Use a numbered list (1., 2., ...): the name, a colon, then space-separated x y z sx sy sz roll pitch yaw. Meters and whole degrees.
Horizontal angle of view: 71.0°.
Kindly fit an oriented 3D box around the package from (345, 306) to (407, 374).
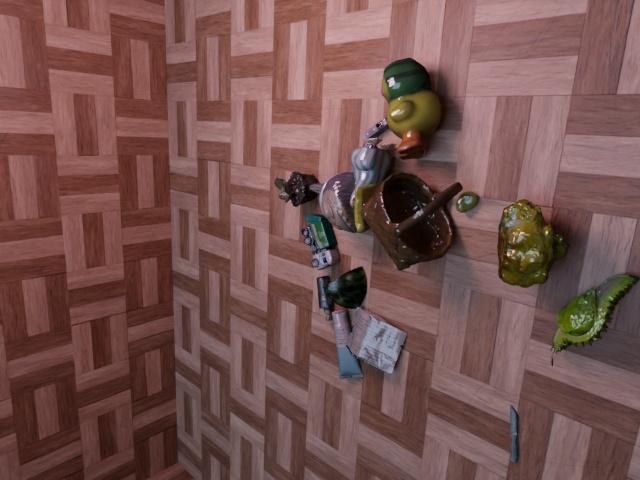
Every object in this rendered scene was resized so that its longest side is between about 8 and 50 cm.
1. package: 0.224 0.425 1.909 0.251 0.062 0.204 25 105 34

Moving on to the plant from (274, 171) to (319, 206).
1. plant: -0.105 -0.233 2.016 0.142 0.203 0.131 52 136 17

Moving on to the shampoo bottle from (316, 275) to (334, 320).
1. shampoo bottle: 0.025 0.270 2.089 0.057 0.063 0.208 -8 91 34

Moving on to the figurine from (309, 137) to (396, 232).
1. figurine: 0.084 -0.223 1.796 0.377 0.266 0.361 12 96 36

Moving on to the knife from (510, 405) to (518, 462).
1. knife: 0.681 0.684 1.579 0.028 0.015 0.210 4 101 49

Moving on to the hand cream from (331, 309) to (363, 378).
1. hand cream: 0.116 0.474 2.040 0.111 0.070 0.312 -9 95 14

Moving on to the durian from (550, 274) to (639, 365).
1. durian: 0.785 0.238 1.335 0.132 0.106 0.375 50 124 31

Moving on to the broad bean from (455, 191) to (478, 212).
1. broad bean: 0.508 -0.135 1.565 0.063 0.045 0.083 51 120 22

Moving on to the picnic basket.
1. picnic basket: 0.348 -0.098 1.533 0.337 0.293 0.337 30 137 33

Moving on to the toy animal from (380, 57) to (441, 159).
1. toy animal: 0.324 -0.469 1.580 0.191 0.216 0.338 -11 87 17

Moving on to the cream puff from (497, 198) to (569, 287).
1. cream puff: 0.634 0.011 1.343 0.185 0.282 0.282 6 104 16

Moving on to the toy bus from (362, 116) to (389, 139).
1. toy bus: 0.226 -0.438 1.765 0.130 0.052 0.037 -30 76 43

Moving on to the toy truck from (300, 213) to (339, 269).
1. toy truck: 0.000 0.000 2.027 0.124 0.114 0.253 -23 82 32

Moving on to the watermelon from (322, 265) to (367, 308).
1. watermelon: 0.130 0.197 1.943 0.145 0.193 0.137 -42 25 38
